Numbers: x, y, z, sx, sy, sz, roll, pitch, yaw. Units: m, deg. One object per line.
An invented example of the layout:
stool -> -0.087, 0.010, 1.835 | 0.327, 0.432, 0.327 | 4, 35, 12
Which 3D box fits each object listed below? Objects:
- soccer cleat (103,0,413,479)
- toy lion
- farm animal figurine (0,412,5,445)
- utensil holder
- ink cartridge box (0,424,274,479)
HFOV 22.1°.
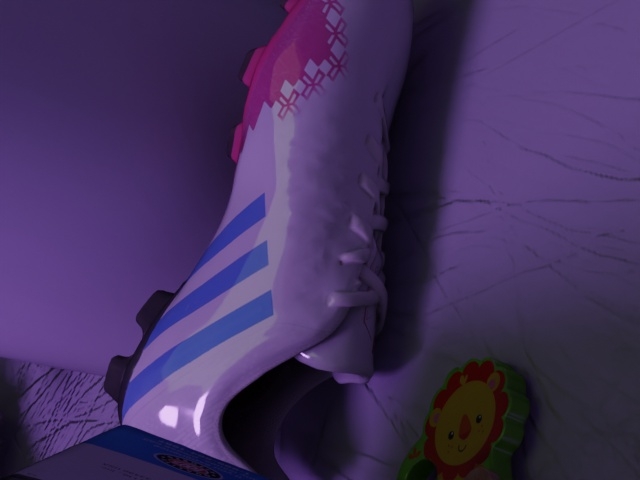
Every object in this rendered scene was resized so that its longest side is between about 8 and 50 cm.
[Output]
soccer cleat -> 0.000, 0.000, 0.954 | 0.143, 0.116, 0.331 | 28, 96, 32
toy lion -> 0.072, 0.113, 0.851 | 0.100, 0.034, 0.096 | -43, 37, 37
farm animal figurine -> -0.323, 0.166, 1.240 | 0.330, 0.172, 0.326 | 97, 159, -54
utensil holder -> -0.237, -0.093, 1.064 | 0.328, 0.386, 0.327 | -28, 55, 47
ink cartridge box -> -0.048, 0.189, 0.683 | 0.307, 0.223, 0.129 | -5, -65, -80
